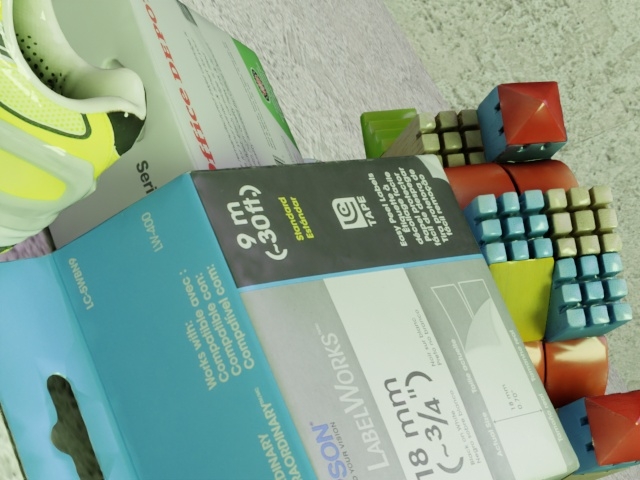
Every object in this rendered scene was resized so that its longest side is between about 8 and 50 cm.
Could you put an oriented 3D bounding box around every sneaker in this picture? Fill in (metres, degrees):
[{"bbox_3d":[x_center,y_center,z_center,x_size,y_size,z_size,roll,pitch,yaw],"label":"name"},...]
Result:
[{"bbox_3d":[-0.241,-0.179,0.916,0.385,0.147,0.145,56,17,-22],"label":"sneaker"}]

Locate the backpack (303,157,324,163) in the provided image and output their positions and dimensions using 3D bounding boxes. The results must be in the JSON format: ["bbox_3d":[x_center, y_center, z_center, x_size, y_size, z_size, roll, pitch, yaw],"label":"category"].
[{"bbox_3d":[0.000,0.000,1.506,0.182,0.152,0.115,21,31,-58],"label":"backpack"}]

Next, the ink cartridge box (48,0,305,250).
[{"bbox_3d":[-0.111,-0.066,1.221,0.211,0.121,0.289,67,14,16],"label":"ink cartridge box"}]

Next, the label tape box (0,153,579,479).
[{"bbox_3d":[-0.022,0.081,0.990,0.333,0.106,0.241,-7,66,-43],"label":"label tape box"}]

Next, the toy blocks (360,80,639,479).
[{"bbox_3d":[0.137,0.040,1.196,0.261,0.190,0.381,129,-46,-69],"label":"toy blocks"}]
